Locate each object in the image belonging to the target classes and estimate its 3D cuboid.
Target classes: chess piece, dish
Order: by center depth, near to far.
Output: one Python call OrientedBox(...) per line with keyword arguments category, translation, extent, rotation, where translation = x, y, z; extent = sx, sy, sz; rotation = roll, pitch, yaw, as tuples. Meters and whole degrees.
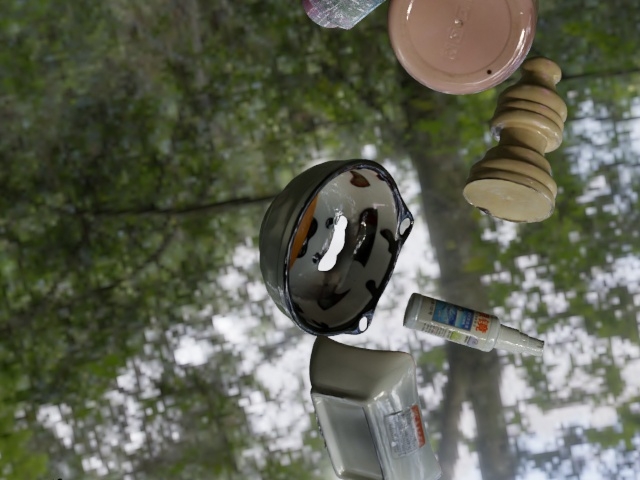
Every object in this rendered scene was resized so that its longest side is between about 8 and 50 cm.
OrientedBox(category="dish", translation=(0.057, 0.231, 1.690), extent=(0.151, 0.212, 0.077), rotation=(9, -141, 35))
OrientedBox(category="dish", translation=(0.000, 0.000, 2.013), extent=(0.120, 0.303, 0.303), rotation=(19, -152, 36))
OrientedBox(category="chess piece", translation=(0.349, -0.185, 2.250), extent=(0.139, 0.124, 0.307), rotation=(-13, -134, 43))

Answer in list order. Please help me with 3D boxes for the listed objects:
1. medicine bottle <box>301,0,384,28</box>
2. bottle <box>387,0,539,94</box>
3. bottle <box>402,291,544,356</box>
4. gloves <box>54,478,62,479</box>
OrientedBox(category="medicine bottle", translation=(0.044, -0.357, 1.832), extent=(0.119, 0.094, 0.188), rotation=(-54, -169, -23))
OrientedBox(category="bottle", translation=(0.202, -0.293, 1.659), extent=(0.207, 0.173, 0.297), rotation=(-15, -167, 16))
OrientedBox(category="bottle", translation=(0.235, 0.136, 2.053), extent=(0.217, 0.060, 0.060), rotation=(18, -168, -2))
OrientedBox(category="gloves", translation=(-0.411, 0.483, 2.103), extent=(0.135, 0.210, 0.312), rotation=(-24, -172, -15))
